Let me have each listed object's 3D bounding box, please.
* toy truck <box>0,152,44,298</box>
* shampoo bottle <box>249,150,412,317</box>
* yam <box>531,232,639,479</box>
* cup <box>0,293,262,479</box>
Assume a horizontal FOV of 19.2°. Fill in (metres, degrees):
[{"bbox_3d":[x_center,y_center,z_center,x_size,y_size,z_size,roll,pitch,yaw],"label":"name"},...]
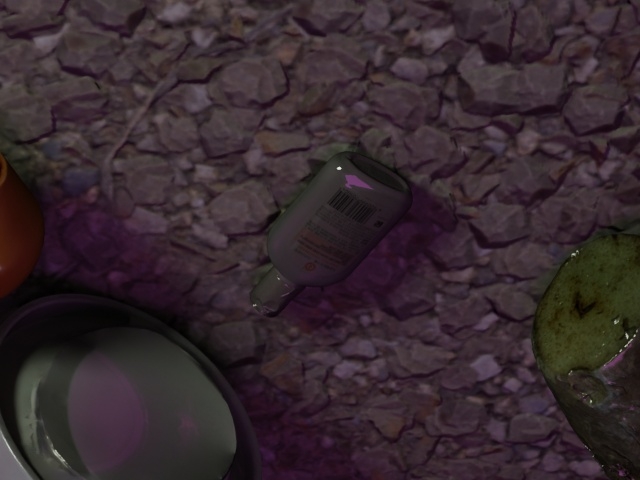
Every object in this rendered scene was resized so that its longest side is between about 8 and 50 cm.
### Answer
[{"bbox_3d":[-0.356,0.008,1.445,0.239,0.189,0.265,26,124,-32],"label":"toy truck"},{"bbox_3d":[0.000,0.000,1.541,0.080,0.040,0.165,26,124,-23],"label":"shampoo bottle"},{"bbox_3d":[0.278,0.125,1.594,0.154,0.154,0.254,-27,127,18],"label":"yam"},{"bbox_3d":[-0.242,0.239,1.597,0.253,0.253,0.371,27,126,-23],"label":"cup"}]
